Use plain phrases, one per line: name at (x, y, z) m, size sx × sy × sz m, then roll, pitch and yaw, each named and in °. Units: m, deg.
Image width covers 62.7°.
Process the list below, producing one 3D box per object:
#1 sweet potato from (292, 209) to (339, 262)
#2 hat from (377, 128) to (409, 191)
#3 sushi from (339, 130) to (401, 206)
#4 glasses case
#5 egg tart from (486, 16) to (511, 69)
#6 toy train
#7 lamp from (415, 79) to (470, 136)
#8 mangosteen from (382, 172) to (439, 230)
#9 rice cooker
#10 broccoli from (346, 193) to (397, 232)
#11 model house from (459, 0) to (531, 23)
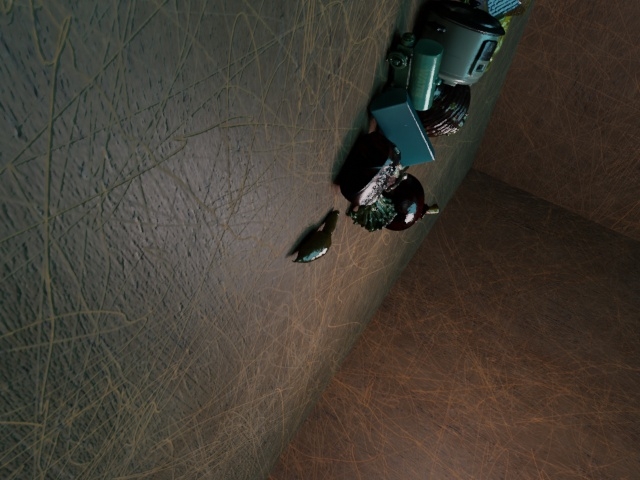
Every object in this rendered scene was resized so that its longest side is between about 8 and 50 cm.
sweet potato at (0.002, 0.000, 1.629) m, size 0.269 × 0.075 × 0.074 m, roll -52°, pitch 161°, yaw -40°
hat at (0.266, -0.306, 1.836) m, size 0.286 × 0.107 × 0.236 m, roll -36°, pitch 129°, yaw -65°
sushi at (0.149, -0.213, 1.615) m, size 0.225 × 0.136 × 0.126 m, roll -58°, pitch 155°, yaw 4°
glasses case at (0.260, -0.345, 1.634) m, size 0.301 × 0.117 × 0.070 m, roll 44°, pitch 43°, yaw -53°
egg tart at (0.691, -0.870, 2.154) m, size 0.345 × 0.133 × 0.345 m, roll -53°, pitch 162°, yaw -26°
toy train at (0.275, -0.483, 1.524) m, size 0.101 × 0.159 × 0.248 m, roll -59°, pitch 162°, yaw -26°
lamp at (0.395, -0.460, 1.778) m, size 0.247 × 0.247 × 0.247 m, roll -53°, pitch 161°, yaw -27°
mangosteen at (0.336, -0.138, 2.044) m, size 0.235 × 0.262 × 0.235 m, roll 15°, pitch 90°, yaw -89°
rice cooker at (0.420, -0.613, 1.596) m, size 0.281 × 0.241 × 0.226 m, roll -9°, pitch 134°, yaw -36°
broccoli at (0.174, -0.158, 1.812) m, size 0.164 × 0.146 × 0.304 m, roll -59°, pitch 151°, yaw -23°
model house at (0.582, -0.806, 1.737) m, size 0.214 × 0.189 × 0.195 m, roll -29°, pitch 167°, yaw -5°
